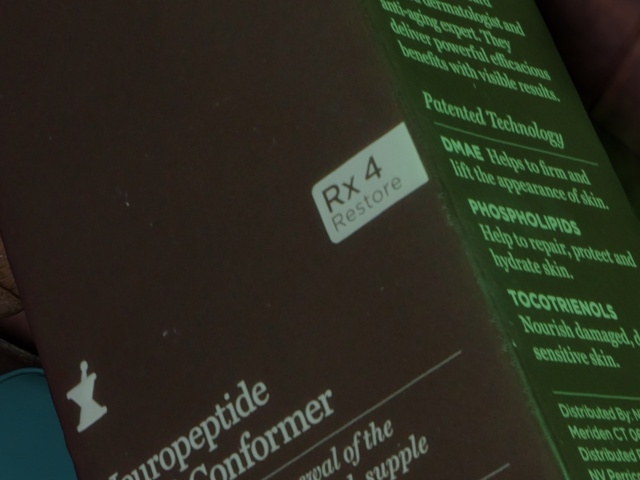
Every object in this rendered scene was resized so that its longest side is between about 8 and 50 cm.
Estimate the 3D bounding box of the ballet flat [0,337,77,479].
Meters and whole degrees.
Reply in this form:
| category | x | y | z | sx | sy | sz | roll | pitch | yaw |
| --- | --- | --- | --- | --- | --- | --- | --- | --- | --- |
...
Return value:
| category | x | y | z | sx | sy | sz | roll | pitch | yaw |
| --- | --- | --- | --- | --- | --- | --- | --- | --- | --- |
| ballet flat | -0.174 | 0.102 | 0.904 | 0.348 | 0.123 | 0.123 | 31 | 112 | 23 |

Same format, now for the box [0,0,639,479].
| category | x | y | z | sx | sy | sz | roll | pitch | yaw |
| --- | --- | --- | --- | --- | --- | --- | --- | --- | --- |
| box | 0.000 | 0.000 | 0.705 | 0.191 | 0.143 | 0.381 | -37 | 61 | 30 |

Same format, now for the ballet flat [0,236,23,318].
| category | x | y | z | sx | sy | sz | roll | pitch | yaw |
| --- | --- | --- | --- | --- | --- | --- | --- | --- | --- |
| ballet flat | -0.181 | -0.134 | 0.872 | 0.124 | 0.116 | 0.342 | -23 | 87 | 10 |
